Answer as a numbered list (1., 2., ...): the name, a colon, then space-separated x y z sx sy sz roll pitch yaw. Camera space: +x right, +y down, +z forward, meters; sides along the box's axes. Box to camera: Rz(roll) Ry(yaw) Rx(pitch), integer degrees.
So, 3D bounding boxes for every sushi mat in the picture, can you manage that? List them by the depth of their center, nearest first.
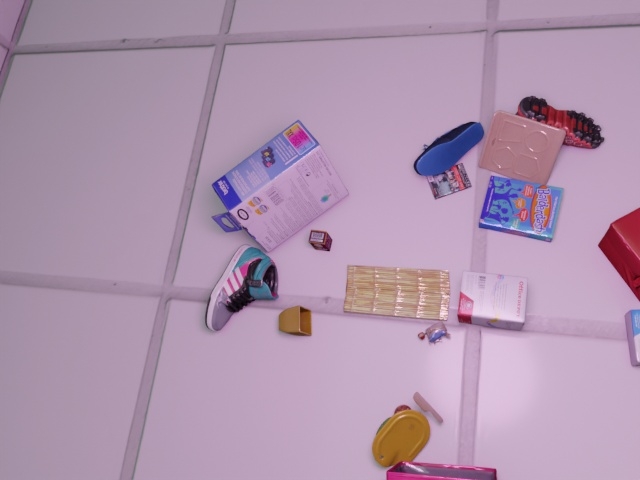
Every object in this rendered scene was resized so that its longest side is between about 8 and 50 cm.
1. sushi mat: 0.227 0.154 1.739 0.316 0.019 0.151 3 71 16

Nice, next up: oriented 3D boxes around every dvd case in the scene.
1. dvd case: 0.401 -0.185 1.812 0.119 0.013 0.087 -19 67 7

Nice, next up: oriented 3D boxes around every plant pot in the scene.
1. plant pot: -0.081 0.248 1.761 0.083 0.081 0.081 -10 69 23

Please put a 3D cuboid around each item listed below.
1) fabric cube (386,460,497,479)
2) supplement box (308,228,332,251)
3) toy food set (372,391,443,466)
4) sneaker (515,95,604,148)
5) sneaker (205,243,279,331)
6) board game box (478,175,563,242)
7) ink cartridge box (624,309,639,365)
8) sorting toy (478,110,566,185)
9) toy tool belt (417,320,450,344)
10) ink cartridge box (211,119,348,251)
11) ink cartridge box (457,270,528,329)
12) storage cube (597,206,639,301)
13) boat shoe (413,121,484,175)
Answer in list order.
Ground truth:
1. fabric cube: 0.295 0.683 1.387 0.254 0.259 0.258 -1 75 17
2. supplement box: 0.000 0.000 1.819 0.055 0.083 0.043 7 74 18
3. toy food set: 0.227 0.517 1.591 0.128 0.071 0.218 40 92 -10
4. sneaker: 0.700 -0.332 1.738 0.276 0.135 0.097 20 64 -3
5. sneaker: -0.224 0.168 1.809 0.178 0.124 0.295 18 76 30
6. board game box: 0.590 -0.095 1.710 0.210 0.047 0.160 13 75 18
7. ink cartridge box: 0.900 0.249 1.489 0.190 0.082 0.139 -3 71 16
8. sorting toy: 0.593 -0.271 1.717 0.208 0.193 0.038 22 39 19
9. toy tool belt: 0.325 0.271 1.655 0.083 0.052 0.051 -30 58 5
10. ink cartridge box: -0.143 -0.142 1.799 0.395 0.270 0.151 -38 53 0
11. ink cartridge box: 0.477 0.168 1.606 0.176 0.127 0.128 6 73 18
12. storage cube: 0.878 0.017 1.518 0.215 0.183 0.193 -29 66 4
13. boat shoe: 0.393 -0.280 1.809 0.258 0.109 0.089 -29 25 -14
